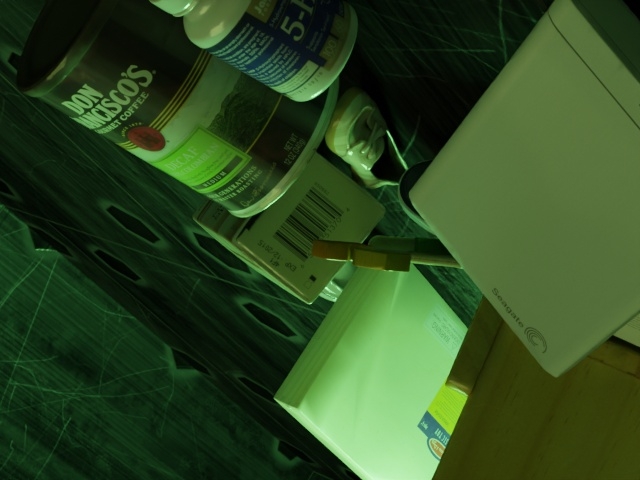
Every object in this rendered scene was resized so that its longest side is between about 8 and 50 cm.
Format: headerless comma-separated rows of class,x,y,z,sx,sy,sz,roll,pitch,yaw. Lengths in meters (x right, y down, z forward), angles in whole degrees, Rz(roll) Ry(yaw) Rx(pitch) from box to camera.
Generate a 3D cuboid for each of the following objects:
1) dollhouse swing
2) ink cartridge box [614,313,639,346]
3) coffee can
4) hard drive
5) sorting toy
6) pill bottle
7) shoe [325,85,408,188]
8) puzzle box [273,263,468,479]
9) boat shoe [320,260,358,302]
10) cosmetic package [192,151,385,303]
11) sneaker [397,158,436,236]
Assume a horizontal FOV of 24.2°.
dollhouse swing,0.288,0.249,1.654,0.347,0.304,0.315,23,-173,6
ink cartridge box,0.406,0.066,1.410,0.296,0.066,0.261,23,159,-22
coffee can,-0.147,-0.176,1.568,0.275,0.201,0.201,30,167,-26
hard drive,0.219,-0.041,1.304,0.233,0.047,0.353,52,150,11
sorting toy,0.160,0.016,1.674,0.307,0.041,0.229,4,-175,-34
pill bottle,-0.067,-0.222,1.440,0.187,0.112,0.112,27,169,-29
shoe,0.057,-0.111,1.676,0.058,0.076,0.219,25,171,18
puzzle box,0.121,0.222,2.182,0.052,0.272,0.409,18,158,43
boat shoe,0.000,0.000,2.092,0.267,0.096,0.088,51,162,-27
cosmetic package,-0.047,-0.033,1.857,0.129,0.153,0.296,39,175,-14
sneaker,0.197,-0.048,1.532,0.282,0.099,0.153,19,164,25
